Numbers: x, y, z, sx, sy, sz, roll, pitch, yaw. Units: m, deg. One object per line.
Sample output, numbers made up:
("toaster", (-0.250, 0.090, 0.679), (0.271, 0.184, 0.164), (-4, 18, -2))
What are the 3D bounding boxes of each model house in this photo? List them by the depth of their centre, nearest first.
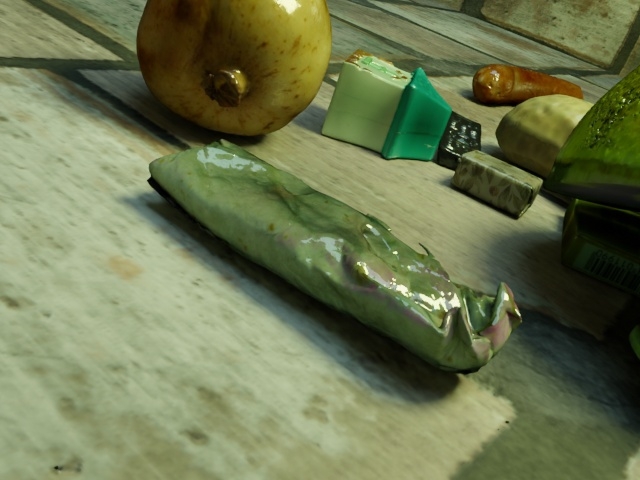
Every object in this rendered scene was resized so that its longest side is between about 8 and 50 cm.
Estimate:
("model house", (0.091, -0.171, 0.860), (0.149, 0.100, 0.127), (22, 27, 2))

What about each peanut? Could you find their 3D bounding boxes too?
("peanut", (0.371, -0.113, 0.900), (0.149, 0.149, 0.313), (-1, 30, -35))

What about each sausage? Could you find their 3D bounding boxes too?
("sausage", (0.414, -0.310, 1.366), (0.302, 0.076, 0.103), (0, 30, -34))

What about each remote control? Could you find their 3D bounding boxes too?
("remote control", (0.204, -0.148, 0.973), (0.063, 0.025, 0.245), (22, 26, 5))

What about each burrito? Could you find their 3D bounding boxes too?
("burrito", (-0.002, 0.003, 0.502), (0.309, 0.066, 0.096), (29, 30, 25))

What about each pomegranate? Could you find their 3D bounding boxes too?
("pomegranate", (-0.093, -0.212, 0.708), (0.216, 0.215, 0.215), (15, 26, -8))

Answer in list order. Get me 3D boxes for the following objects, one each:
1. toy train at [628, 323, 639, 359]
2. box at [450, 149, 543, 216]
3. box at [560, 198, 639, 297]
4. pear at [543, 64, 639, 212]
("toy train", (0.374, 0.090, 0.490), (0.272, 0.159, 0.188), (13, 30, -22))
("box", (0.212, -0.070, 0.806), (0.098, 0.044, 0.062), (27, 26, 19))
("box", (0.419, 0.043, 0.728), (0.311, 0.043, 0.173), (24, 27, 11))
("pear", (0.419, -0.096, 0.589), (0.399, 0.165, 0.399), (10, 3, -1))
